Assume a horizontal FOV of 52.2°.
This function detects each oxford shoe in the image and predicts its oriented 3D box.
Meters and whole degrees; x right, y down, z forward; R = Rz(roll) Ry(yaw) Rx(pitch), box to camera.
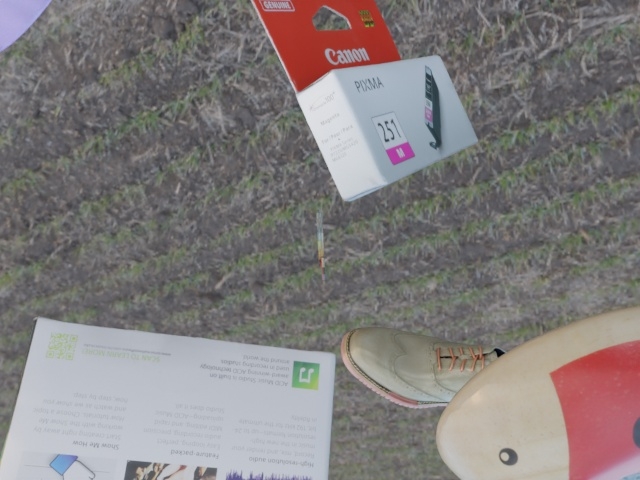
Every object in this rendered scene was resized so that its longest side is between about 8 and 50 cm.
[{"bbox_3d":[0.232,0.215,1.139,0.396,0.141,0.147,17,139,-15],"label":"oxford shoe"}]

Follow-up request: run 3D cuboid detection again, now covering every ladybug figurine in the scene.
[{"bbox_3d":[0.372,0.228,0.834,0.448,0.162,0.305,-12,132,-14],"label":"ladybug figurine"}]

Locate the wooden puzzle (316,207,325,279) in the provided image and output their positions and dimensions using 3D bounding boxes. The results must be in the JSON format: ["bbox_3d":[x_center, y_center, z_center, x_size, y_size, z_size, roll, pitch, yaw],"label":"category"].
[{"bbox_3d":[0.000,0.000,0.683,0.006,0.083,0.049,-3,122,0],"label":"wooden puzzle"}]

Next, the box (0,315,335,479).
[{"bbox_3d":[-0.115,0.226,0.456,0.232,0.322,0.058,9,155,-9],"label":"box"}]

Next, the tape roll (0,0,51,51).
[{"bbox_3d":[-0.315,-0.324,0.647,0.274,0.275,0.090,-21,146,32],"label":"tape roll"}]

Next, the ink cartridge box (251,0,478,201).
[{"bbox_3d":[0.067,-0.190,0.758,0.060,0.275,0.239,-23,93,37],"label":"ink cartridge box"}]
